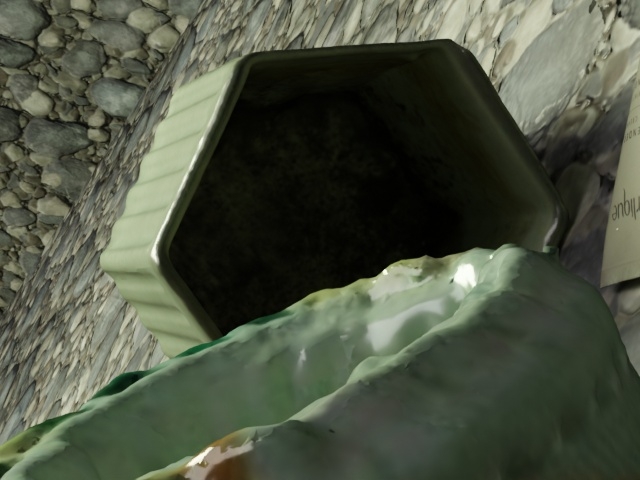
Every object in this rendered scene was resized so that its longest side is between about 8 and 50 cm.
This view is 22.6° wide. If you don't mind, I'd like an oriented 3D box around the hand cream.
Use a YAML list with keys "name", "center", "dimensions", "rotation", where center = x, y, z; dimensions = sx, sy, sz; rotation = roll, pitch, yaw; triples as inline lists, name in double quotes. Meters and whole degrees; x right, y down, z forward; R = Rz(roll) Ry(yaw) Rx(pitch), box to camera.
- name: "hand cream"
  center: [0.176, -0.069, 0.781]
  dimensions: [0.087, 0.054, 0.186]
  rotation: [151, 137, -72]

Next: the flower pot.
- name: "flower pot"
  center: [0.000, 0.000, 0.936]
  dimensions: [0.189, 0.239, 0.209]
  rotation: [177, 86, -72]

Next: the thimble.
- name: "thimble"
  center: [0.006, 0.117, 0.603]
  dimensions: [0.288, 0.167, 0.254]
  rotation: [-27, 9, -38]
